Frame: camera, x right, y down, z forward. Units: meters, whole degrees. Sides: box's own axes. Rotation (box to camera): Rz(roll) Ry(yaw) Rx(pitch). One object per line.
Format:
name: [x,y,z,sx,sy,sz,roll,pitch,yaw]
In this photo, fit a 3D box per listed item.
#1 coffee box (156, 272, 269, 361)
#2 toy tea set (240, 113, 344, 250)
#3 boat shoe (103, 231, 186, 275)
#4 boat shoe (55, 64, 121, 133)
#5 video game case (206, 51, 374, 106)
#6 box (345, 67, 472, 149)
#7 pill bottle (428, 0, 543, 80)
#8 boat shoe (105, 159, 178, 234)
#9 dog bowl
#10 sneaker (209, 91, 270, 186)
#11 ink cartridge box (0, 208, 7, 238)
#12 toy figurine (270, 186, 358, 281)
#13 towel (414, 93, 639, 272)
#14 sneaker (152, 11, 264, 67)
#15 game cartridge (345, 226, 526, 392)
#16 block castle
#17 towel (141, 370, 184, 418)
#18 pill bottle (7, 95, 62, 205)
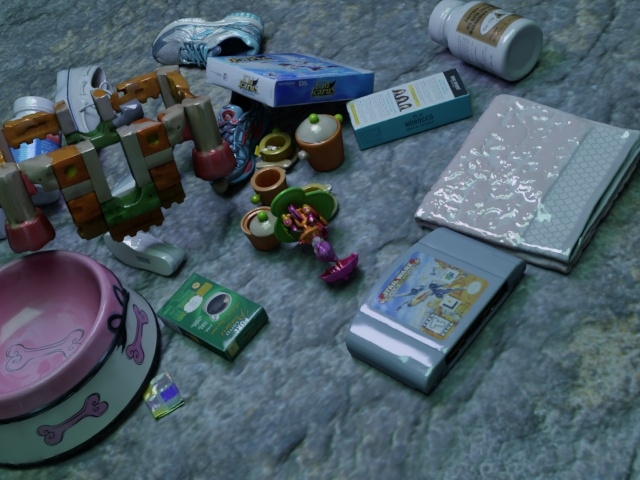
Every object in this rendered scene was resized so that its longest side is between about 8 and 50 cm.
coffee box: [-0.197,0.137,1.667,0.184,0.040,0.113,22,58,34]
toy tea set: [-0.060,-0.134,1.817,0.200,0.124,0.336,-5,47,14]
boat shoe: [-0.347,0.013,1.824,0.184,0.066,0.063,13,39,31]
boat shoe: [-0.522,-0.312,2.153,0.157,0.135,0.367,-19,35,-3]
video game case: [-0.065,-0.348,1.958,0.270,0.061,0.244,-12,26,-39]
box: [0.183,-0.273,1.911,0.244,0.060,0.100,-17,45,3]
pill bottle: [0.346,-0.437,1.960,0.131,0.131,0.229,-39,48,-18]
boat shoe: [-0.398,-0.098,1.945,0.227,0.079,0.081,-47,31,-23]
dog bowl: [-0.504,0.187,1.642,0.408,0.150,0.408,-11,44,11]
sneaker: [-0.192,-0.226,1.948,0.104,0.125,0.261,-1,48,18]
ink cartridge box: [-0.821,-0.094,2.044,0.278,0.117,0.201,-8,46,12]
toy figurine: [0.000,0.000,1.661,0.130,0.173,0.159,-39,58,4]
towel: [0.382,-0.116,1.682,0.317,0.053,0.332,21,62,33]
sneaker: [-0.275,-0.472,2.224,0.283,0.110,0.122,-12,49,8]
game cartridge: [0.187,0.105,1.561,0.198,0.062,0.297,27,61,31]
block castle: [-0.412,-0.149,1.790,0.453,0.212,0.303,-23,33,-15]
towel: [-0.276,0.267,1.594,0.060,0.009,0.083,-30,46,-11]
pill bottle: [-0.633,-0.198,2.021,0.124,0.124,0.221,-8,72,12]
